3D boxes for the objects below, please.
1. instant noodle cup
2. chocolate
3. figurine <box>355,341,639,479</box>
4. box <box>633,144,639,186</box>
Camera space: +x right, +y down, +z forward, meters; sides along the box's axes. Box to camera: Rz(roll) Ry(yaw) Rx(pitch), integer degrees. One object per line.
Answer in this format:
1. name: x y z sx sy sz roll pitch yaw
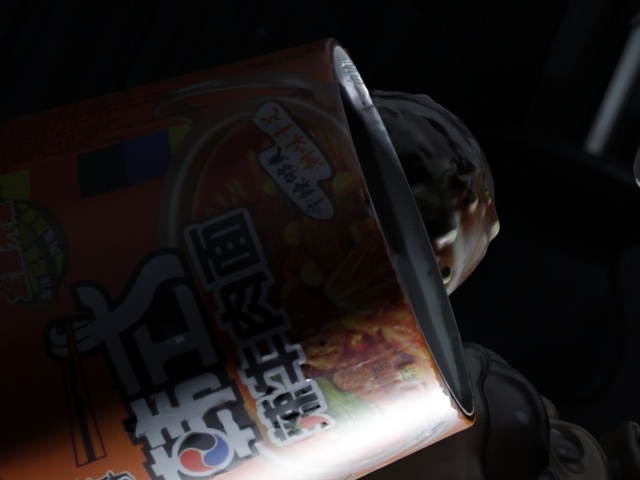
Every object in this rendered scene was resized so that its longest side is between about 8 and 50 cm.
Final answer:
1. instant noodle cup: -0.049 0.024 0.705 0.192 0.250 0.250 -21 156 9
2. chocolate: 0.000 0.000 1.264 0.225 0.340 0.210 61 172 0
3. figurine: 0.140 0.185 1.003 0.381 0.248 0.203 11 164 -26
4. box: 0.362 -0.029 1.071 0.285 0.044 0.142 37 134 27
